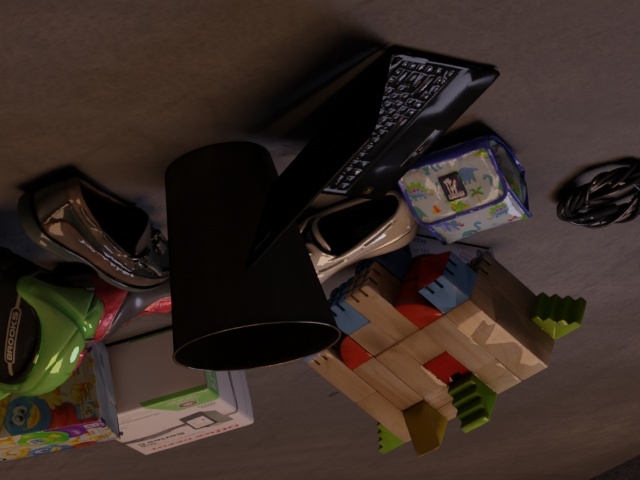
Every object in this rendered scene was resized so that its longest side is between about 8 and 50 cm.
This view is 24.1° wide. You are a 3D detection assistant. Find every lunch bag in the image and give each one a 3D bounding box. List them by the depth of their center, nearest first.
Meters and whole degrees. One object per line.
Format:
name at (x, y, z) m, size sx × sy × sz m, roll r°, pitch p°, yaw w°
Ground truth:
lunch bag at (0.176, -0.070, 1.860) m, size 0.129 × 0.096 × 0.151 m, roll -19°, pitch 145°, yaw 20°

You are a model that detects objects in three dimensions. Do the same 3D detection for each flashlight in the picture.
flashlight at (-0.210, 0.085, 1.991) m, size 0.304 × 0.103 × 0.103 m, roll -1°, pitch 155°, yaw -28°

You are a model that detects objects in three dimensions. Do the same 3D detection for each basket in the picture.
basket at (-0.093, 0.017, 1.711) m, size 0.204 × 0.226 × 0.154 m, roll 3°, pitch 154°, yaw -35°

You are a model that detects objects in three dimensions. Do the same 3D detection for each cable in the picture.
cable at (0.401, -0.062, 2.095) m, size 0.151 × 0.047 × 0.184 m, roll -19°, pitch 162°, yaw 29°

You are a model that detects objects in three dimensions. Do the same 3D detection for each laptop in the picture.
laptop at (0.060, -0.080, 1.623) m, size 0.264 × 0.136 × 0.234 m, roll 5°, pitch 141°, yaw -42°

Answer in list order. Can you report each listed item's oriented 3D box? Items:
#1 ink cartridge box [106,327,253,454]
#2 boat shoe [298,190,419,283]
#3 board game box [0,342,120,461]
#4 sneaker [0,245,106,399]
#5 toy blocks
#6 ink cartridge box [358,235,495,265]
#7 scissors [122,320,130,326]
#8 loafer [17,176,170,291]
ink cartridge box at (-0.238, 0.237, 2.351) m, size 0.198 × 0.114 × 0.273 m, roll -17°, pitch 159°, yaw 8°
boat shoe at (0.000, 0.000, 1.944) m, size 0.258 × 0.095 × 0.084 m, roll -28°, pitch 153°, yaw 9°
board game box at (-0.442, 0.231, 2.145) m, size 0.275 × 0.142 × 0.144 m, roll -11°, pitch 161°, yaw 1°
sneaker at (-0.453, 0.114, 1.860) m, size 0.202 × 0.185 × 0.483 m, roll 44°, pitch 136°, yaw -19°
toy blocks at (0.124, 0.114, 2.020) m, size 0.261 × 0.190 × 0.381 m, roll 40°, pitch 134°, yaw -16°
ink cartridge box at (0.159, 0.039, 2.188) m, size 0.097 × 0.046 × 0.207 m, roll -27°, pitch 156°, yaw 36°
scissors at (-0.359, 0.092, 2.040) m, size 0.297 × 0.021 × 0.109 m, roll 7°, pitch 154°, yaw -42°
loafer at (-0.237, -0.007, 1.756) m, size 0.084 × 0.096 × 0.267 m, roll -29°, pitch 153°, yaw 21°
